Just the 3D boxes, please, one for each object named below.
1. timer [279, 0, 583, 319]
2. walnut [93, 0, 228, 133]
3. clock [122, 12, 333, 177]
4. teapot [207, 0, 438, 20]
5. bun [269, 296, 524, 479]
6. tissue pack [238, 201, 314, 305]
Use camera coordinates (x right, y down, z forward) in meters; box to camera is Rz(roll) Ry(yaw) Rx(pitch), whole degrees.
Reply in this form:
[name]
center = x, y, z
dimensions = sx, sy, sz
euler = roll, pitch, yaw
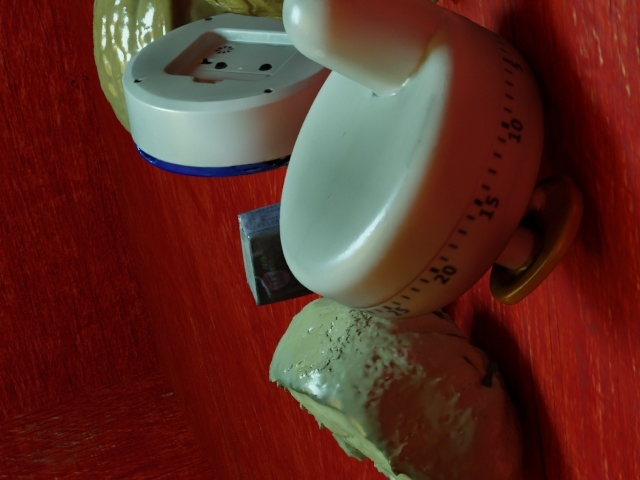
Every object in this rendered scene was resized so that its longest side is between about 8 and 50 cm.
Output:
[timer]
center = 0.046, -0.067, 1.421
dimensions = 0.233, 0.240, 0.233
euler = -44, 33, 39
[walnut]
center = -0.135, -0.212, 2.103
dimensions = 0.225, 0.225, 0.261
euler = -138, 34, -68
[clock]
center = -0.075, -0.147, 1.887
dimensions = 0.230, 0.230, 0.083
euler = -126, 21, -57
[teapot]
center = -0.040, -0.262, 1.570
dimensions = 0.311, 0.203, 0.167
euler = 24, 155, 17
[bun]
center = 0.081, 0.139, 1.761
dimensions = 0.259, 0.152, 0.259
euler = 38, 174, 5
[tissue pack]
center = 0.000, 0.000, 1.964
dimensions = 0.112, 0.156, 0.051
euler = 84, 167, -49
